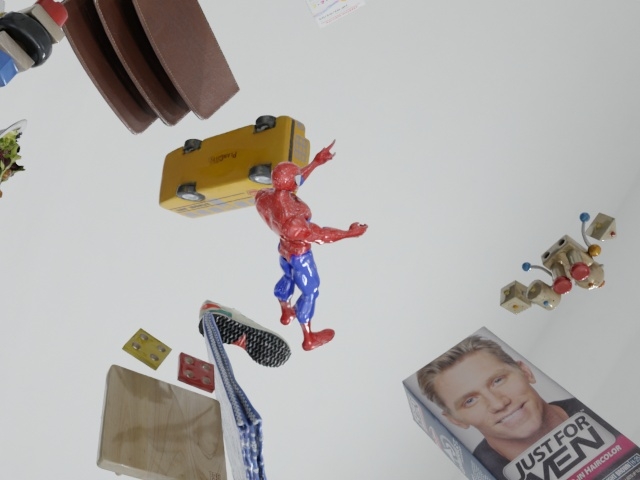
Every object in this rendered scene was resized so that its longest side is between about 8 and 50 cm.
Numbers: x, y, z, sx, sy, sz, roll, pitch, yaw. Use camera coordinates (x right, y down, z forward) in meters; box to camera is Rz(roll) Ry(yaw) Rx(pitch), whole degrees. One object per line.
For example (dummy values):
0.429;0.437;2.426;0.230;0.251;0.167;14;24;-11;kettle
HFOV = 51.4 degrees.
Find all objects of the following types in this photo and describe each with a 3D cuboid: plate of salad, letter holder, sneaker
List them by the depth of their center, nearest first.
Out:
-0.357;-0.042;0.670;0.200;0.048;0.199;-43;-163;17;plate of salad
-0.114;0.135;1.013;0.057;0.161;0.075;-55;-154;14;sneaker
-0.329;-0.362;1.285;0.152;0.301;0.214;19;-123;38;letter holder

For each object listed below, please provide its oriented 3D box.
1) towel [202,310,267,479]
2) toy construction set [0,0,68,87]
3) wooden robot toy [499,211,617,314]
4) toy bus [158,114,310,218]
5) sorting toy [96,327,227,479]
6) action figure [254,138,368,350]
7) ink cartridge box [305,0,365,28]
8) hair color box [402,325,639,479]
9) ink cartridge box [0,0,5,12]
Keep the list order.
-0.099;0.293;0.900;0.243;0.040;0.335;-130;-150;-57;towel
-0.425;-0.195;0.704;0.237;0.258;0.308;-30;-123;48;toy construction set
0.297;0.044;0.777;0.173;0.079;0.076;-49;-160;31;wooden robot toy
-0.152;-0.122;1.186;0.333;0.130;0.108;-9;-112;37;toy bus
-0.169;0.201;0.690;0.046;0.132;0.274;-54;-153;19;sorting toy
0.000;0.000;0.787;0.091;0.139;0.280;42;-24;34;action figure
0.022;-0.465;1.244;0.061;0.104;0.181;65;8;9;ink cartridge box
0.290;0.288;0.960;0.347;0.174;0.105;40;-24;51;hair color box
-0.589;-0.343;1.114;0.180;0.104;0.060;-25;-117;61;ink cartridge box
